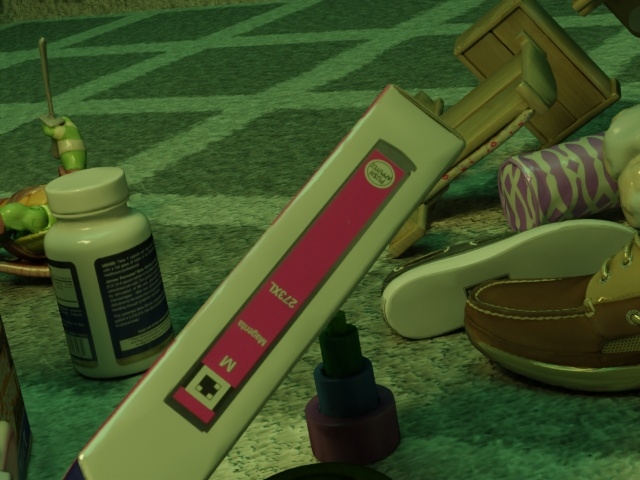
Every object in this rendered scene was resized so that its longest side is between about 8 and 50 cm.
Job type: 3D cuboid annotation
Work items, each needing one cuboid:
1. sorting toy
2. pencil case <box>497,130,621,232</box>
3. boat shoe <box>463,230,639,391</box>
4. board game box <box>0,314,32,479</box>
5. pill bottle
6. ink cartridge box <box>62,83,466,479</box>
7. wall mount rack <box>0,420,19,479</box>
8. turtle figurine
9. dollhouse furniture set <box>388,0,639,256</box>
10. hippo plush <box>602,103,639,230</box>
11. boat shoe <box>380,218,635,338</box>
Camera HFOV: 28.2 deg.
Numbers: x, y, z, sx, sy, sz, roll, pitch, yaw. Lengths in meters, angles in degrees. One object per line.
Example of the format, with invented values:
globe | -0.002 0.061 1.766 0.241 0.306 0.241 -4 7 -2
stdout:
sorting toy | -0.016 0.142 0.761 0.127 0.126 0.365 -5 20 15
pencil case | 0.279 -0.063 1.267 0.206 0.088 0.086 -14 17 -13
boat shoe | 0.259 0.040 0.931 0.324 0.116 0.123 0 21 27
board game box | -0.354 0.062 0.903 0.232 0.291 0.141 -11 18 -6
pill bottle | -0.188 0.026 1.115 0.094 0.169 0.094 -8 19 3
ink cartridge box | -0.061 0.083 0.712 0.371 0.069 0.176 -54 1 -29
wall mount rack | -0.196 0.149 0.525 0.130 0.304 0.350 -3 21 -9
turtle figurine | -0.356 -0.068 1.380 0.266 0.274 0.198 -24 40 38
dollhouse furniture set | 0.239 -0.126 1.357 0.303 0.174 0.356 -39 19 29
hippo plush | 0.366 -0.131 1.078 0.234 0.237 0.294 -11 34 -6
boat shoe | 0.160 0.027 1.097 0.228 0.080 0.076 -18 20 1
